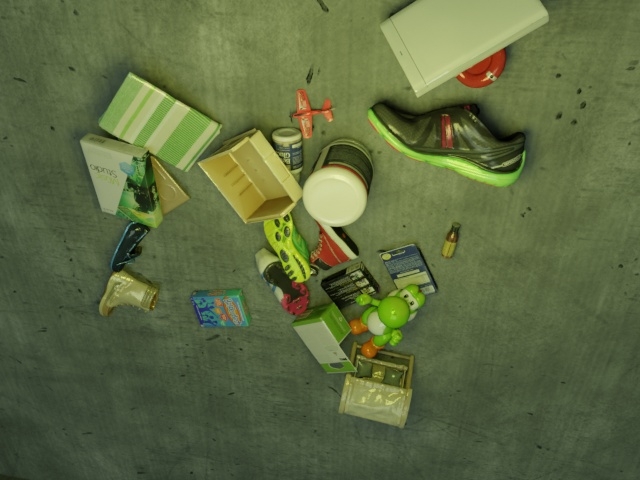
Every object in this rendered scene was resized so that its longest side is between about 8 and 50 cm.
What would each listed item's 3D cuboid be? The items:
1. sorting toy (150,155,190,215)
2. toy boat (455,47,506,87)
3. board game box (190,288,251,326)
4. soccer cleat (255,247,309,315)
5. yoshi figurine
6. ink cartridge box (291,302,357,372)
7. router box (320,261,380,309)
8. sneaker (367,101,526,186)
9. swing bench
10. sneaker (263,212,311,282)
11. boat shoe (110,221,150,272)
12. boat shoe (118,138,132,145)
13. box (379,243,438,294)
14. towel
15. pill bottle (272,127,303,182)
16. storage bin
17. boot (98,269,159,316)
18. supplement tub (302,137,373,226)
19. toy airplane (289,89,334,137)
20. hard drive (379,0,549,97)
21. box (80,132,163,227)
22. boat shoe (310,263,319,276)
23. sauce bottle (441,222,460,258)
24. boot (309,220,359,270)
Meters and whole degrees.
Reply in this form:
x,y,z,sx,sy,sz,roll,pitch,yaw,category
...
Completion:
x,y,z,sx,sy,sz,roll,pitch,yaw,category
-0.598,-0.187,1.966,0.193,0.038,0.208,-27,118,26,sorting toy
0.390,-0.506,1.466,0.231,0.151,0.151,38,122,-12,toy boat
-0.400,0.274,2.210,0.210,0.047,0.160,-4,121,14,board game box
-0.140,0.149,2.048,0.116,0.143,0.331,-34,136,-6,soccer cleat
0.221,0.279,1.944,0.204,0.203,0.362,25,136,-13,yoshi figurine
0.035,0.377,2.092,0.189,0.097,0.255,-20,108,48,ink cartridge box
0.109,0.169,2.030,0.179,0.046,0.133,-26,114,26,router box
0.368,-0.316,1.607,0.483,0.185,0.202,18,107,-3,sneaker
0.220,0.560,2.133,0.253,0.254,0.165,12,124,5,swing bench
-0.116,0.005,1.935,0.110,0.123,0.295,-18,99,9,sneaker
-0.728,0.038,2.097,0.089,0.109,0.258,29,126,-11,boat shoe
-0.577,-0.389,1.809,0.228,0.068,0.081,-26,137,26,boat shoe
0.314,0.108,1.949,0.137,0.036,0.225,-18,120,22,box
-0.511,-0.368,1.757,0.325,0.038,0.248,27,131,-30,towel
-0.104,-0.268,1.764,0.094,0.094,0.169,4,123,10,pill bottle
-0.218,-0.199,1.752,0.260,0.123,0.262,-4,127,54,storage bin
-0.785,0.249,2.256,0.204,0.095,0.262,27,120,-7,boot
0.060,-0.184,1.675,0.191,0.272,0.191,6,124,9,supplement tub
-0.025,-0.396,1.694,0.151,0.028,0.151,2,101,13,toy airplane
0.353,-0.551,1.391,0.353,0.047,0.233,-28,71,15,hard drive
-0.677,-0.200,1.892,0.232,0.058,0.322,16,138,12,box
-0.067,0.103,2.031,0.125,0.038,0.046,18,124,1,boat shoe
0.442,0.000,1.850,0.042,0.042,0.128,14,124,4,sauce bottle
0.000,0.000,1.924,0.176,0.088,0.244,-24,118,27,boot
